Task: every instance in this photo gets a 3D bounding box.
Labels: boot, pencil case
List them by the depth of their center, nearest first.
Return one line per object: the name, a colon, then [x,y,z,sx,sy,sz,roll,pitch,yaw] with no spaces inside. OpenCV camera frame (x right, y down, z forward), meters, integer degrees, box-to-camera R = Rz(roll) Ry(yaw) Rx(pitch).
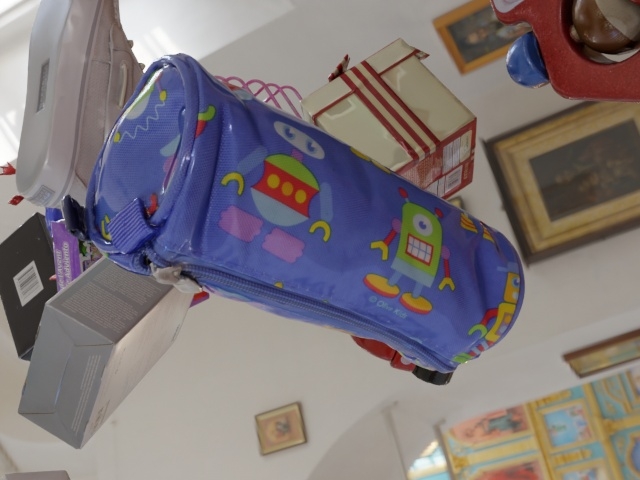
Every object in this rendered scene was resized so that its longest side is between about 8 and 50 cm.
pencil case: [0.000,0.000,0.506,0.306,0.119,0.133,24,-122,-35]
boot: [-0.192,-0.144,0.709,0.123,0.095,0.258,16,-106,-41]

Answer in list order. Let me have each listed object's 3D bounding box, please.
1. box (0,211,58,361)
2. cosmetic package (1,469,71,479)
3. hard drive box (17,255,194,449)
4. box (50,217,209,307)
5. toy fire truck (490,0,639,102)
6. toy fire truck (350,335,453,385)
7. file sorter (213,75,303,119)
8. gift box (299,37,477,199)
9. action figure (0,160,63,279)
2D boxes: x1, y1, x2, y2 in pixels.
box: [-0.602,0.152,1.916,0.343,0.179,0.312,56,-171,35]
cosmetic package: [-0.544,0.597,1.472,0.138,0.224,0.224,13,-158,-45]
hard drive box: [-0.241,0.102,0.936,0.089,0.181,0.232,30,-148,5]
box: [-0.290,0.037,1.240,0.293,0.057,0.201,-25,-62,-57]
toy fire truck: [0.236,-0.247,0.630,0.169,0.254,0.302,-9,-101,-34]
toy fire truck: [0.069,0.048,1.013,0.217,0.246,0.159,-89,15,-69]
file sorter: [-0.145,-0.202,1.546,0.182,0.202,0.290,55,-156,10]
gift box: [0.135,-0.194,1.438,0.258,0.276,0.255,51,165,26]
action figure: [-0.570,-0.059,1.551,0.139,0.091,0.281,-5,-91,-28]
